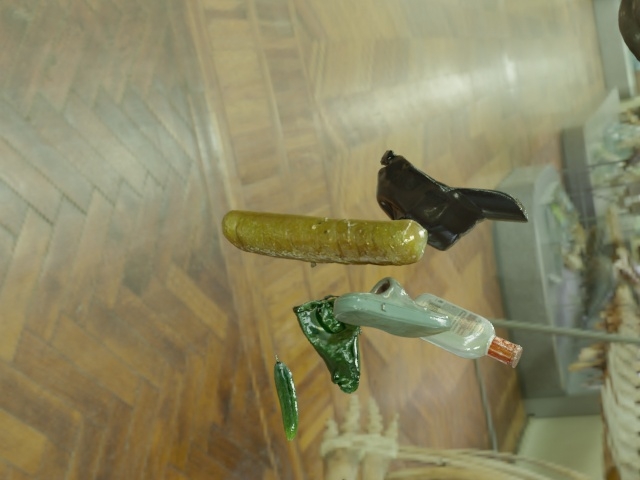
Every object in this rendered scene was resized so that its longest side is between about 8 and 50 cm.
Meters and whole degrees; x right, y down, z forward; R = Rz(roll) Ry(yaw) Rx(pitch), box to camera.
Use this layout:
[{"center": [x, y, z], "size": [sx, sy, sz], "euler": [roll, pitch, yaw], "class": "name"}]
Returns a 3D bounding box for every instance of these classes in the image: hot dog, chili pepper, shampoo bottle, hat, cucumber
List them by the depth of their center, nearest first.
[{"center": [0.000, -0.004, 1.142], "size": [0.088, 0.286, 0.061], "euler": [35, 63, -53], "class": "hot dog"}, {"center": [0.020, 0.173, 1.570], "size": [0.062, 0.108, 0.216], "euler": [83, -8, -47], "class": "chili pepper"}, {"center": [0.265, 0.172, 1.670], "size": [0.108, 0.221, 0.051], "euler": [-41, 147, -45], "class": "shampoo bottle"}, {"center": [-0.064, 0.302, 1.740], "size": [0.039, 0.039, 0.168], "euler": [27, 49, -64], "class": "cucumber"}, {"center": [0.246, -0.039, 1.858], "size": [0.238, 0.336, 0.209], "euler": [0, 111, -74], "class": "hat"}]

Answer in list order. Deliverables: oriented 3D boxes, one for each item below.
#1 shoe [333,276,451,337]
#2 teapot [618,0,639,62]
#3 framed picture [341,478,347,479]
[{"center": [0.101, 0.085, 1.239], "size": [0.195, 0.079, 0.078], "euler": [11, 68, -35], "class": "shoe"}, {"center": [0.643, -0.462, 1.422], "size": [0.362, 0.305, 0.376], "euler": [94, 15, -72], "class": "teapot"}, {"center": [0.039, 0.527, 1.357], "size": [0.209, 0.019, 0.281], "euler": [-65, -154, 13], "class": "framed picture"}]
